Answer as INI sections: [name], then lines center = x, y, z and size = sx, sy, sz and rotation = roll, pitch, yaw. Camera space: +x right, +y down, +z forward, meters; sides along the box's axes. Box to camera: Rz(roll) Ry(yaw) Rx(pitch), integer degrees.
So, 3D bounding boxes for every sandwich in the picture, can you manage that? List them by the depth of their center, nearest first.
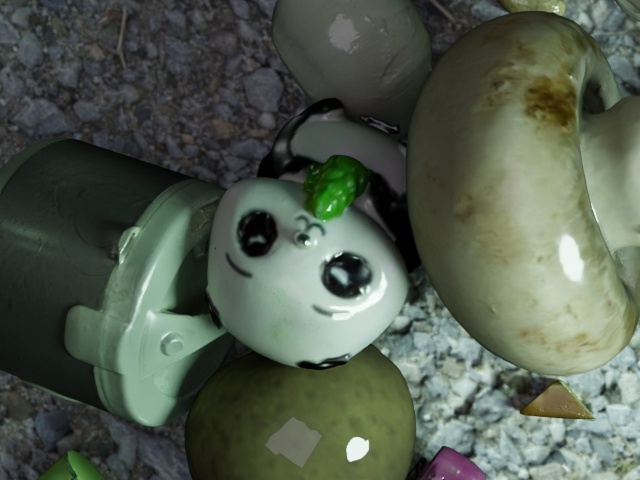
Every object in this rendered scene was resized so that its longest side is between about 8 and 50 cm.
[sandwich]
center = 0.254, 0.170, 1.720
size = 0.083, 0.031, 0.044
rotation = 2, 91, 13

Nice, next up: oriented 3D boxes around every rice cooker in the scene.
[rice cooker]
center = -0.219, 0.045, 1.730
size = 0.277, 0.288, 0.288
rotation = 18, 91, 19

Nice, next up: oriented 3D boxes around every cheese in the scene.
[cheese]
center = 0.036, -0.211, 1.724
size = 0.154, 0.189, 0.198
rotation = -36, 78, 11

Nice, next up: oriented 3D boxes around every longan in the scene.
[longan]
center = -0.015, 0.210, 1.701
size = 0.246, 0.215, 0.246
rotation = 1, 86, -10

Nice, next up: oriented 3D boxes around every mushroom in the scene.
[mushroom]
center = 0.245, -0.050, 1.566
size = 0.295, 0.362, 0.362
rotation = -11, 83, 22

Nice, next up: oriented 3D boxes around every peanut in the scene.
[peanut]
center = 0.228, -0.261, 1.756
size = 0.083, 0.037, 0.037
rotation = 14, 90, 13

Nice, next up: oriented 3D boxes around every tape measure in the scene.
[tape measure]
center = 0.119, 0.279, 1.700
size = 0.074, 0.125, 0.118
rotation = 35, 107, 5

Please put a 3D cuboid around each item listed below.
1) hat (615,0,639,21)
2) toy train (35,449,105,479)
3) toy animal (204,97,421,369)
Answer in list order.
[hat]
center = 0.428, -0.305, 1.688
size = 0.226, 0.164, 0.219
rotation = 12, 89, -24
[toy train]
center = -0.323, 0.354, 1.836
size = 0.253, 0.105, 0.157
rotation = -43, 63, 9
[toy animal]
center = 0.002, -0.006, 1.628
size = 0.212, 0.267, 0.212
rotation = 13, 131, 16
